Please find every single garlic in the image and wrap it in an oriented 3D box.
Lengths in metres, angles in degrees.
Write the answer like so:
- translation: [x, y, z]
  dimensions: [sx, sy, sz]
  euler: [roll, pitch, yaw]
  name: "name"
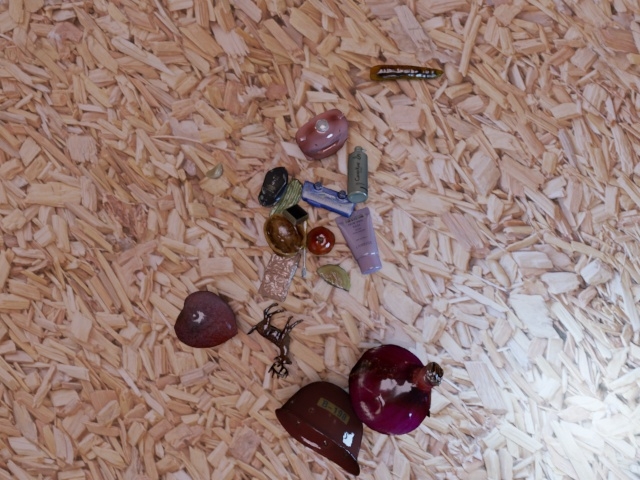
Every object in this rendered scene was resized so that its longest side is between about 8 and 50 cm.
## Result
- translation: [-0.460, -0.298, 1.757]
  dimensions: [0.083, 0.041, 0.053]
  euler: [-30, 81, 9]
  name: "garlic"

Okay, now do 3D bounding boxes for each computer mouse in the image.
- translation: [-0.197, -0.230, 1.725]
  dimensions: [0.106, 0.062, 0.192]
  euler: [33, 100, 20]
  name: "computer mouse"

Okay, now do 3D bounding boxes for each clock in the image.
- translation: [0.014, -0.429, 1.640]
  dimensions: [0.227, 0.241, 0.142]
  euler: [-31, 89, 0]
  name: "clock"

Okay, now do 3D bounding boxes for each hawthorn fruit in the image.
- translation: [0.005, 0.004, 1.680]
  dimensions: [0.125, 0.140, 0.124]
  euler: [-5, 100, -28]
  name: "hawthorn fruit"

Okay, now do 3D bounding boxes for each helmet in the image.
- translation: [0.035, 0.691, 1.571]
  dimensions: [0.385, 0.337, 0.230]
  euler: [31, 55, 9]
  name: "helmet"

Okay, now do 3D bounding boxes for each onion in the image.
- translation: [0.299, 0.536, 1.499]
  dimensions: [0.347, 0.348, 0.385]
  euler: [53, 132, 4]
  name: "onion"

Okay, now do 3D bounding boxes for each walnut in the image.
- translation: [-0.152, -0.011, 1.694]
  dimensions: [0.167, 0.087, 0.211]
  euler: [-21, 65, -20]
  name: "walnut"

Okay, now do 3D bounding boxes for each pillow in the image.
- translation: [-0.177, 0.143, 1.721]
  dimensions: [0.126, 0.043, 0.232]
  euler: [21, 91, 9]
  name: "pillow"

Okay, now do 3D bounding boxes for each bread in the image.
- translation: [0.057, 0.147, 1.686]
  dimensions: [0.157, 0.083, 0.094]
  euler: [17, 86, 2]
  name: "bread"

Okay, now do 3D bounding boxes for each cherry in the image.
- translation: [-0.467, 0.328, 1.656]
  dimensions: [0.240, 0.206, 0.238]
  euler: [-4, 98, -30]
  name: "cherry"

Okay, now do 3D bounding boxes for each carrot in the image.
- translation: [0.370, -0.717, 1.722]
  dimensions: [0.315, 0.066, 0.066]
  euler: [1, 87, 2]
  name: "carrot"

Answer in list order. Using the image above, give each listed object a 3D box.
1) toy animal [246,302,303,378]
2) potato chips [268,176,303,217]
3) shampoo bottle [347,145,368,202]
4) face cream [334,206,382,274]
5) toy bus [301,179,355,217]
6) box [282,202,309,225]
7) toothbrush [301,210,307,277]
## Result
- translation: [-0.182, 0.422, 1.699]
  dimensions: [0.244, 0.087, 0.259]
  euler: [32, 91, 17]
  name: "toy animal"
- translation: [-0.142, -0.172, 1.738]
  dimensions: [0.092, 0.028, 0.207]
  euler: [31, 87, 6]
  name: "potato chips"
- translation: [0.155, -0.285, 1.674]
  dimensions: [0.086, 0.085, 0.262]
  euler: [2, 63, 3]
  name: "shampoo bottle"
- translation: [0.174, 0.003, 1.693]
  dimensions: [0.154, 0.096, 0.273]
  euler: [-20, 73, 5]
  name: "face cream"
- translation: [0.031, -0.175, 1.695]
  dimensions: [0.237, 0.079, 0.093]
  euler: [21, 73, 3]
  name: "toy bus"
- translation: [-0.102, -0.111, 1.700]
  dimensions: [0.079, 0.035, 0.083]
  euler: [42, 50, 19]
  name: "box"
- translation: [-0.069, 0.016, 1.728]
  dimensions: [0.021, 0.024, 0.287]
  euler: [1, 87, 6]
  name: "toothbrush"
